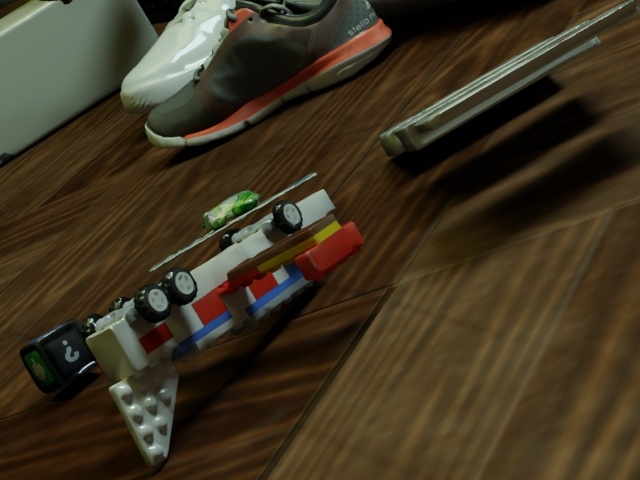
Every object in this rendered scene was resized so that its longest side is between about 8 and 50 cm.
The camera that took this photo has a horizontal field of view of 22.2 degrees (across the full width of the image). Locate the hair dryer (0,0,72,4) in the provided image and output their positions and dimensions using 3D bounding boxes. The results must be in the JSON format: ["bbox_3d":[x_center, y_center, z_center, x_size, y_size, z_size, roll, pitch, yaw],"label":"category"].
[{"bbox_3d":[-0.108,-0.219,1.253,0.293,0.080,0.223,-9,35,-4],"label":"hair dryer"}]

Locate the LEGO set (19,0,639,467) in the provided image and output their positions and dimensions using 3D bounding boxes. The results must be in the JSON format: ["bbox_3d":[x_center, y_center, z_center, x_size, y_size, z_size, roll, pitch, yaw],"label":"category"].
[{"bbox_3d":[0.000,0.000,0.593,0.244,0.060,0.182,-30,3,-2],"label":"LEGO set"}]

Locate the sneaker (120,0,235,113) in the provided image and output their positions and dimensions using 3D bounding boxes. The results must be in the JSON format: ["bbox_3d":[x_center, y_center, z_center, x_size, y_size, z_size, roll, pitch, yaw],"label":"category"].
[{"bbox_3d":[-0.063,-0.165,1.093,0.212,0.094,0.080,-39,19,-26],"label":"sneaker"}]

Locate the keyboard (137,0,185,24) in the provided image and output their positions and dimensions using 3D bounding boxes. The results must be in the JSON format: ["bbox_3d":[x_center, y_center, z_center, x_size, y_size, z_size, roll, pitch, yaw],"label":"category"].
[{"bbox_3d":[-0.132,-0.303,1.342,0.201,0.317,0.033,-17,53,0],"label":"keyboard"}]

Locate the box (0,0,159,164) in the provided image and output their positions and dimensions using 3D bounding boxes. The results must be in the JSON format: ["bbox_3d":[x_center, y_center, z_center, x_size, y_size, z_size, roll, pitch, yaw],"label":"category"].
[{"bbox_3d":[-0.270,-0.117,1.329,0.275,0.094,0.113,-34,17,-15],"label":"box"}]

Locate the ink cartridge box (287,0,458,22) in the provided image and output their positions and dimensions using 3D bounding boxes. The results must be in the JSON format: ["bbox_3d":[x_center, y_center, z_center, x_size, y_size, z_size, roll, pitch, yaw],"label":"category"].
[{"bbox_3d":[0.065,-0.294,0.855,0.071,0.324,0.330,-4,-1,-32],"label":"ink cartridge box"}]

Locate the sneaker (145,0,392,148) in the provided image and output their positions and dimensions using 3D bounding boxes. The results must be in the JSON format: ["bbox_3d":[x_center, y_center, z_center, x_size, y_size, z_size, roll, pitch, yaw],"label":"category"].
[{"bbox_3d":[-0.038,-0.105,0.909,0.158,0.065,0.061,-24,17,22],"label":"sneaker"}]
